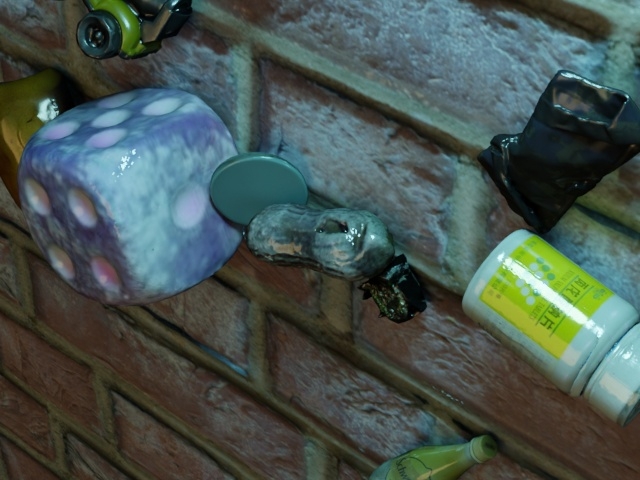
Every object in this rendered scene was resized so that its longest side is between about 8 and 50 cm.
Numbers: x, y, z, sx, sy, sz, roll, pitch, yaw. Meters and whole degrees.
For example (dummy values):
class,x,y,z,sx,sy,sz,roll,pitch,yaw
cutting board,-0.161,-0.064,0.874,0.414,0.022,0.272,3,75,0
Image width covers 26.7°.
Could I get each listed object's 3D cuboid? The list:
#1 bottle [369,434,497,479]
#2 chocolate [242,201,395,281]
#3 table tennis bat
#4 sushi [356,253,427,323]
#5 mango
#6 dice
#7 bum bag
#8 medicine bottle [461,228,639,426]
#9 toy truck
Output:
class,x,y,z,sx,sy,sz,roll,pitch,yaw
bottle,0.178,0.357,2.121,0.083,0.083,0.269,54,138,0
chocolate,0.000,0.000,1.991,0.248,0.110,0.110,12,128,31
table tennis bat,-0.085,-0.048,2.080,0.149,0.038,0.237,-7,136,9
sushi,0.109,0.078,1.996,0.083,0.056,0.084,50,143,-7
mango,-0.496,-0.158,2.392,0.201,0.152,0.287,6,121,56
dice,-0.294,-0.071,2.135,0.271,0.270,0.270,13,127,43
bum bag,0.286,-0.107,1.630,0.137,0.074,0.310,39,149,0
medicine bottle,0.317,0.111,1.717,0.258,0.143,0.143,39,141,19
toy truck,-0.301,-0.383,2.023,0.165,0.147,0.224,-39,85,30
